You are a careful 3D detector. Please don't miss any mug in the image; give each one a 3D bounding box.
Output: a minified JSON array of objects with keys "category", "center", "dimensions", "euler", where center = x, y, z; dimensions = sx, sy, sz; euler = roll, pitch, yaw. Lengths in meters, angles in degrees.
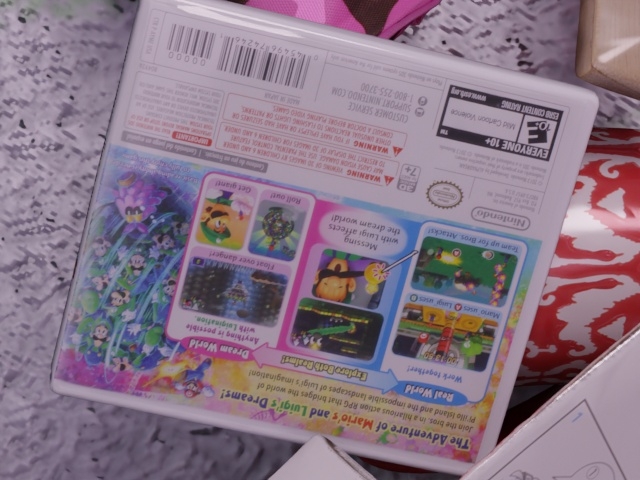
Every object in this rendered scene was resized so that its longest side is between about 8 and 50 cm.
[{"category":"mug","center":[0.070,0.013,0.764],"dimensions":[0.169,0.150,0.113],"euler":[-1,63,-1]}]

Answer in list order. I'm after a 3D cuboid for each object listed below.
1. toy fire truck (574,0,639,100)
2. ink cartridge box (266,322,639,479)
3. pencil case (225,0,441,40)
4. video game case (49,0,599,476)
[{"category":"toy fire truck","center":[0.190,-0.165,0.695],"dimensions":[0.217,0.158,0.246],"euler":[23,114,-3]},{"category":"ink cartridge box","center":[0.070,0.176,0.734],"dimensions":[0.261,0.066,0.296],"euler":[-41,131,-13]},{"category":"pencil case","center":[-0.033,-0.154,0.723],"dimensions":[0.095,0.098,0.209],"euler":[-20,99,48]},{"category":"video game case","center":[0.000,0.000,0.674],"dimensions":[0.157,0.019,0.143],"euler":[12,105,-10]}]
